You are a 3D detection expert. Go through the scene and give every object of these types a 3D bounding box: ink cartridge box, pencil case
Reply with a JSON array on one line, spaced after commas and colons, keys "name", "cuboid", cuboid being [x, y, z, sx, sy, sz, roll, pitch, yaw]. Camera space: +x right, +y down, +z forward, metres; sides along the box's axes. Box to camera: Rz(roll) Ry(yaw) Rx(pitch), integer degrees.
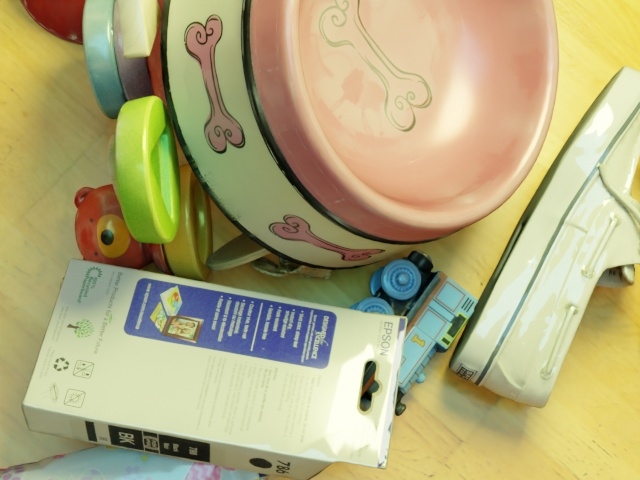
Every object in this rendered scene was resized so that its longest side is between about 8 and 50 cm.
[{"name": "ink cartridge box", "cuboid": [-0.093, 0.125, 1.146, 0.333, 0.065, 0.165, 10, 56, 3]}, {"name": "pencil case", "cuboid": [-0.181, 0.252, 1.178, 0.273, 0.113, 0.124, -12, 82, -7]}]

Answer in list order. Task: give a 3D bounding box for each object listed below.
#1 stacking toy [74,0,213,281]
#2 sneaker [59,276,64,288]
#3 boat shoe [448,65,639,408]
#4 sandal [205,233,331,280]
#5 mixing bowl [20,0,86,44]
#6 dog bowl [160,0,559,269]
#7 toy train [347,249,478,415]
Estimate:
[{"name": "stacking toy", "cuboid": [-0.198, -0.112, 1.170, 0.130, 0.279, 0.309, -5, 86, 6]}, {"name": "sneaker", "cuboid": [-0.232, 0.113, 1.231, 0.075, 0.057, 0.161, -32, 85, -16]}, {"name": "boat shoe", "cuboid": [0.283, 0.007, 1.255, 0.156, 0.136, 0.367, 29, 80, 2]}, {"name": "sandal", "cuboid": [0.003, 0.001, 1.264, 0.240, 0.088, 0.079, -31, 110, -21]}, {"name": "mixing bowl", "cuboid": [-0.242, -0.309, 1.300, 0.181, 0.098, 0.181, 1, 77, -4]}, {"name": "dog bowl", "cuboid": [0.060, -0.175, 1.158, 0.408, 0.150, 0.408, 0, 89, -38]}, {"name": "toy train", "cuboid": [0.074, 0.100, 1.249, 0.105, 0.080, 0.184, 37, 78, -2]}]
